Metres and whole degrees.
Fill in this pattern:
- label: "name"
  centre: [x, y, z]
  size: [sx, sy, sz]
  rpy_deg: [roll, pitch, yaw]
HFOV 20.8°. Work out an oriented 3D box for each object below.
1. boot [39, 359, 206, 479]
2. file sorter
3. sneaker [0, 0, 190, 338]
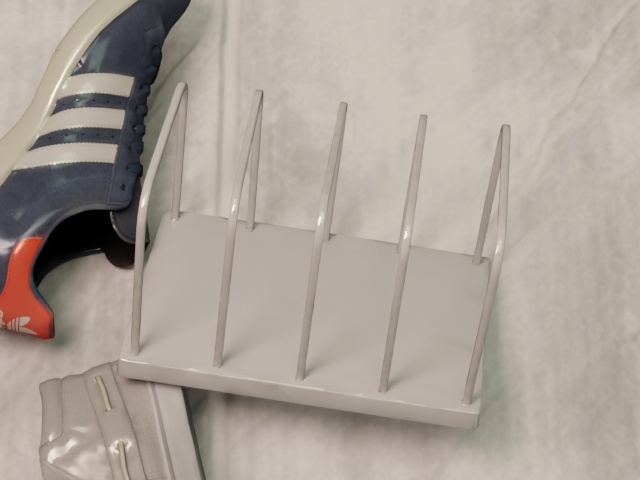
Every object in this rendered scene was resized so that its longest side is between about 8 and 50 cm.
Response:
- label: "boot"
  centre: [-0.145, 0.209, 1.324]
  size: [0.123, 0.095, 0.258]
  rpy_deg: [-14, 56, -3]
- label: "file sorter"
  centre: [0.000, 0.000, 1.347]
  size: [0.277, 0.173, 0.193]
  rpy_deg: [8, 38, 2]
- label: "sneaker"
  centre: [-0.180, -0.069, 1.442]
  size: [0.148, 0.131, 0.350]
  rpy_deg: [32, 72, 5]
